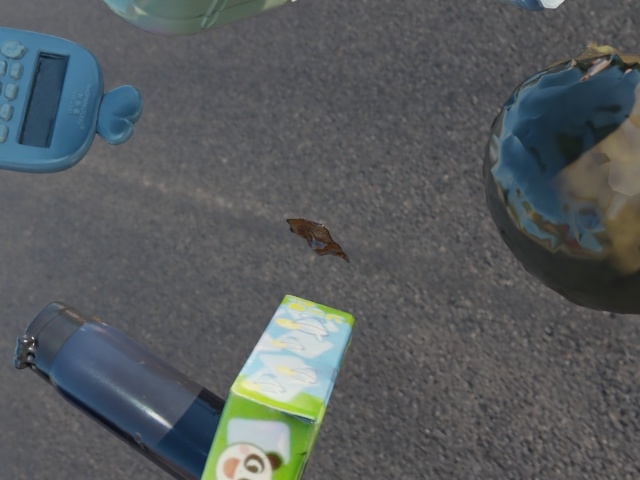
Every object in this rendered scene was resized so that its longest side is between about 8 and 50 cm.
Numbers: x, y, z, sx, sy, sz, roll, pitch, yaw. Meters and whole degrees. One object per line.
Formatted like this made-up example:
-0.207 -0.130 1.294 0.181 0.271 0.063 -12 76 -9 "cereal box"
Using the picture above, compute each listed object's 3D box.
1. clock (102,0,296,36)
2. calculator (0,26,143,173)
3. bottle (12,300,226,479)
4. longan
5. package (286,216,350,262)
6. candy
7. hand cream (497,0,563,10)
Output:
-0.151 -0.353 0.939 0.265 0.324 0.108 -32 -11 -41 "clock"
-0.368 -0.171 1.186 0.042 0.302 0.188 121 157 -62 "calculator"
-0.138 0.129 0.793 0.082 0.244 0.072 -32 -35 -54 "bottle"
0.417 -0.089 1.336 0.391 0.391 0.391 -32 35 25 "longan"
0.000 0.001 1.461 0.077 0.110 0.033 35 85 39 "package"
-0.026 0.114 0.676 0.194 0.062 0.097 -61 -9 -74 "candy"
0.201 -0.271 1.044 0.065 0.043 0.170 -9 21 -18 "hand cream"
